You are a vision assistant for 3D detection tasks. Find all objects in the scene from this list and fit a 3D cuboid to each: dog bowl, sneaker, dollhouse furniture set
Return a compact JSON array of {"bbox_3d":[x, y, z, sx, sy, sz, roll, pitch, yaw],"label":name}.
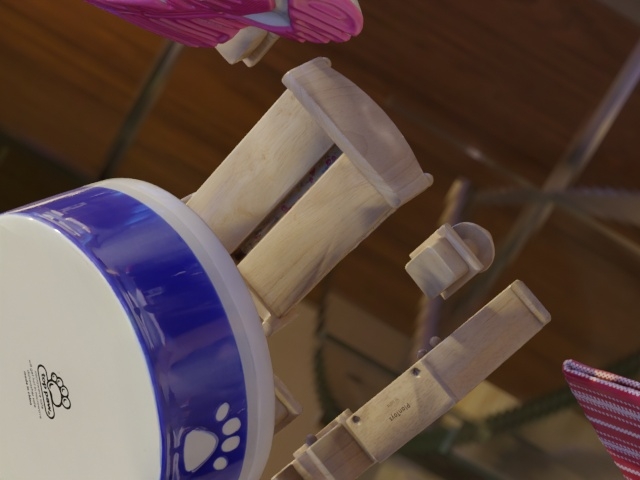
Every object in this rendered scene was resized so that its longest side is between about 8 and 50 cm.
[{"bbox_3d":[-0.158,0.094,1.412,0.104,0.265,0.265,-19,-25,-40],"label":"dog bowl"},{"bbox_3d":[-0.063,-0.176,1.110,0.252,0.103,0.111,7,81,43],"label":"sneaker"},{"bbox_3d":[0.000,0.000,1.644,0.303,0.355,0.174,-44,-7,38],"label":"dollhouse furniture set"}]

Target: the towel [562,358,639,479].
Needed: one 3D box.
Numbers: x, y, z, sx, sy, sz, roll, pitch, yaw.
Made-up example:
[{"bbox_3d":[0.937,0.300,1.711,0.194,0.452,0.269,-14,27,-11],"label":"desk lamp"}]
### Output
[{"bbox_3d":[0.328,0.219,1.653,0.031,0.275,0.199,-43,27,-18],"label":"towel"}]
